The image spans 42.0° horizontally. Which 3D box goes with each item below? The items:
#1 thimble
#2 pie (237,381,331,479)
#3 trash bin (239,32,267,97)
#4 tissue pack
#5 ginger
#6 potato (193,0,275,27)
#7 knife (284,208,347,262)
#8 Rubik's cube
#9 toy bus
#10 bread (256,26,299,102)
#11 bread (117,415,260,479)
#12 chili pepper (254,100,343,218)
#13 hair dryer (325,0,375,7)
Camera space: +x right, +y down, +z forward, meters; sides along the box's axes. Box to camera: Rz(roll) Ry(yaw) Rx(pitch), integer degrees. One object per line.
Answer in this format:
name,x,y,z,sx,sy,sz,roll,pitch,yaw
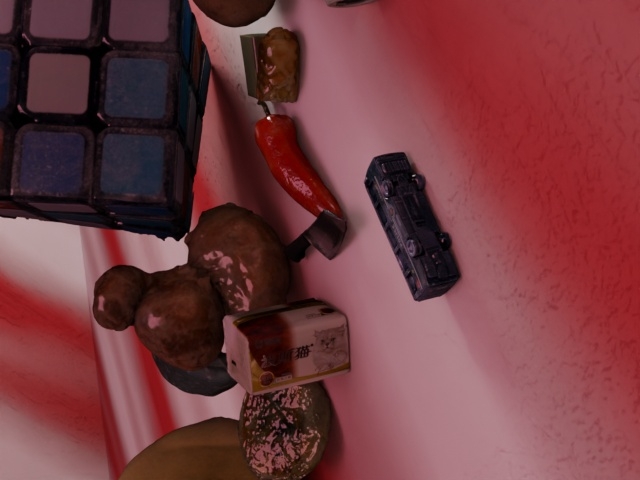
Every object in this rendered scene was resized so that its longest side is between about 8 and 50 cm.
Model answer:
thimble,-0.190,0.144,1.431,0.143,0.199,0.235,126,145,-60
pie,-0.059,0.282,1.280,0.187,0.041,0.186,-15,65,35
trash bin,-0.088,-0.262,1.248,0.061,0.043,0.092,31,129,59
tissue pack,-0.049,0.146,1.175,0.106,0.149,0.099,23,119,62
ginger,-0.188,0.082,1.286,0.244,0.304,0.155,54,154,17
potato,-0.137,-0.421,1.174,0.262,0.165,0.165,61,150,24
knife,0.000,0.000,1.146,0.060,0.028,0.230,45,159,0
Rubik's cube,-0.372,-0.203,1.333,0.359,0.362,0.363,97,179,-86
toy bus,0.098,-0.016,0.924,0.065,0.047,0.165,116,137,-58
bread,-0.058,-0.244,1.170,0.066,0.060,0.110,-82,0,-60
bread,-0.182,0.454,1.370,0.320,0.321,0.237,45,159,52
chili pepper,-0.042,-0.112,1.182,0.071,0.063,0.272,92,154,-53
hair dryer,-0.032,-0.328,0.988,0.236,0.073,0.131,-2,98,43
